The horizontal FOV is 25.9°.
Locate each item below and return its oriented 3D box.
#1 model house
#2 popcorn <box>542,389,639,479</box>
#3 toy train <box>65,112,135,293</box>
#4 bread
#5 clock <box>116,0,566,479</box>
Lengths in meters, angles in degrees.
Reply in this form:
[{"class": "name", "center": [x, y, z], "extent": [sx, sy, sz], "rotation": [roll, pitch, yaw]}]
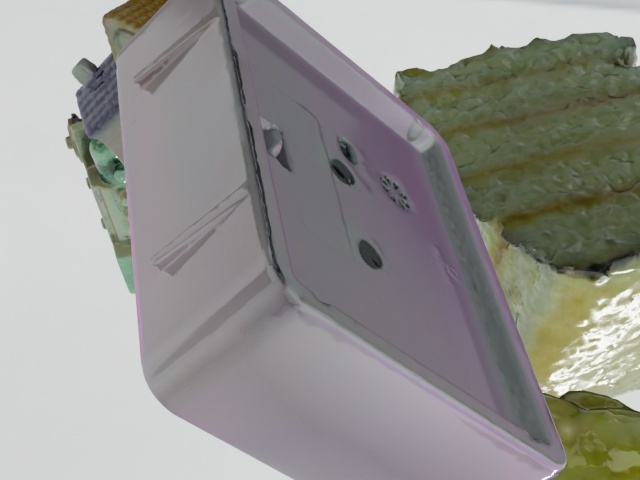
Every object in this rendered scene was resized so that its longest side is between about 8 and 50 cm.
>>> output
[{"class": "model house", "center": [-0.101, -0.103, 0.894], "extent": [0.101, 0.100, 0.088], "rotation": [-42, -173, 31]}, {"class": "popcorn", "center": [0.121, 0.241, 0.751], "extent": [0.334, 0.293, 0.292], "rotation": [-34, -170, 10]}, {"class": "toy train", "center": [-0.182, -0.046, 1.318], "extent": [0.081, 0.125, 0.194], "rotation": [-19, 130, -5]}, {"class": "bread", "center": [0.206, 0.011, 1.205], "extent": [0.239, 0.264, 0.395], "rotation": [-8, -147, -7]}, {"class": "clock", "center": [0.000, 0.000, 0.513], "extent": [0.063, 0.197, 0.150], "rotation": [-39, 128, 22]}]
